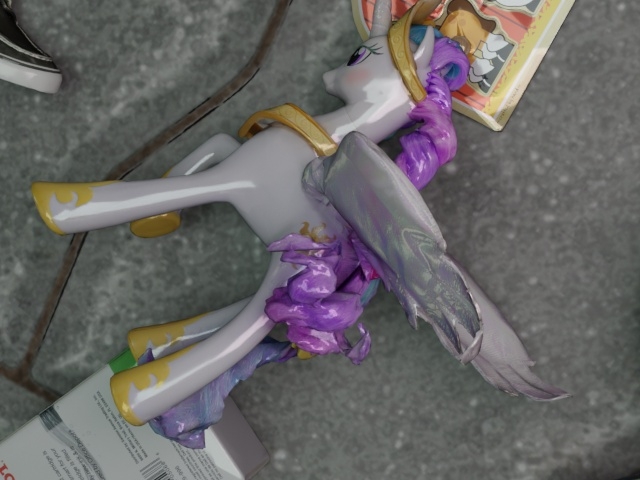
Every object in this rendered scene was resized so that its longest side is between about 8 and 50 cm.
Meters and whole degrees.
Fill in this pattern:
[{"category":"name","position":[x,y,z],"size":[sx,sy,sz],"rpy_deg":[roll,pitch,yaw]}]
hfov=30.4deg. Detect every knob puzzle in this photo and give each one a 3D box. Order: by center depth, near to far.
[{"category":"knob puzzle","position":[0.106,-0.211,0.974],"size":[0.213,0.030,0.213],"rpy_deg":[1,94,14]}]

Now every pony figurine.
[{"category":"pony figurine","position":[0.000,0.000,0.894],"size":[0.363,0.303,0.351],"rpy_deg":[-30,64,6]}]

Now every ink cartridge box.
[{"category":"ink cartridge box","position":[-0.175,0.195,1.038],"size":[0.208,0.087,0.153],"rpy_deg":[-35,85,12]}]

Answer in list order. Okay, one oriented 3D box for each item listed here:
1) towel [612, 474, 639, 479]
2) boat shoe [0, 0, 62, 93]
[{"category":"towel","position":[0.336,0.347,0.902],"size":[0.271,0.040,0.370],"rpy_deg":[-11,88,-2]},{"category":"boat shoe","position":[-0.318,-0.205,1.056],"size":[0.219,0.078,0.070],"rpy_deg":[31,101,12]}]
